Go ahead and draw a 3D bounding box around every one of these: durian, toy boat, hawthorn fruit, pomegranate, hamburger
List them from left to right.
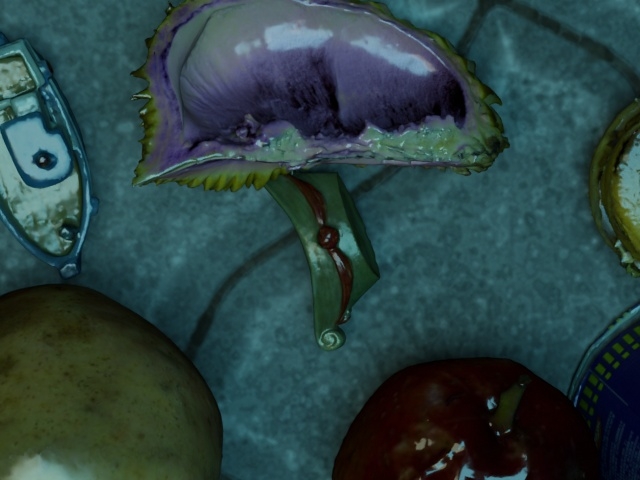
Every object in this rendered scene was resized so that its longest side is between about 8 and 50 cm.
[{"bbox_3d":[-0.244,-0.069,1.620,0.088,0.102,0.215,-19,102,0],"label":"toy boat"},{"bbox_3d":[-0.225,0.197,1.568,0.322,0.322,0.322,-1,100,-5],"label":"pomegranate"},{"bbox_3d":[-0.013,-0.119,1.627,0.341,0.112,0.191,-5,59,-20],"label":"durian"},{"bbox_3d":[0.001,0.000,1.667,0.071,0.089,0.185,-21,91,13],"label":"toy boat"},{"bbox_3d":[0.132,0.186,1.637,0.230,0.210,0.266,18,134,5],"label":"hawthorn fruit"},{"bbox_3d":[0.325,-0.041,1.673,0.182,0.118,0.191,-19,98,1],"label":"hamburger"}]

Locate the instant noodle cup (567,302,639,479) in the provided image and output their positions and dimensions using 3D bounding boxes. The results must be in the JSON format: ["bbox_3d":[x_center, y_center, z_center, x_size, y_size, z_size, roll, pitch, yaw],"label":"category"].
[{"bbox_3d":[0.368,0.202,1.621,0.284,0.312,0.284,-1,101,-5],"label":"instant noodle cup"}]
